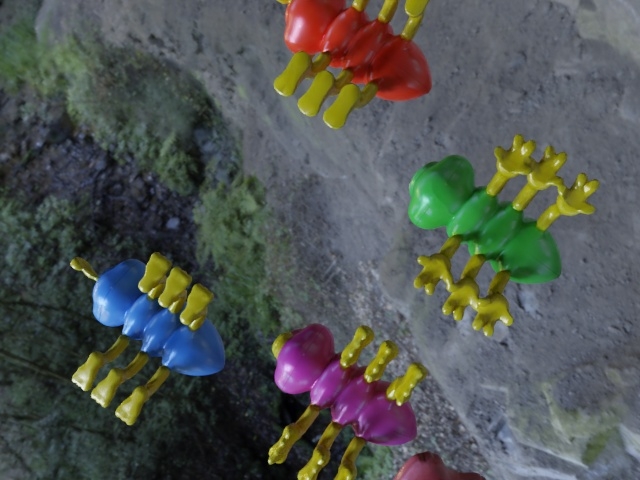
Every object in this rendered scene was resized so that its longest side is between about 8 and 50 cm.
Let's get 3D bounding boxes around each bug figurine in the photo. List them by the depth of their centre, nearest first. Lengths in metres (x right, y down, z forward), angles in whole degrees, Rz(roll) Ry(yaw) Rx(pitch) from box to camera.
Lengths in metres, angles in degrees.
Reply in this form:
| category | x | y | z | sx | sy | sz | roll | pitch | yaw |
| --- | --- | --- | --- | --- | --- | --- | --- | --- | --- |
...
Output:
| category | x | y | z | sx | sy | sz | roll | pitch | yaw |
| --- | --- | --- | --- | --- | --- | --- | --- | --- | --- |
| bug figurine | 0.000 | 0.000 | 0.367 | 0.216 | 0.072 | 0.279 | 39 | 99 | 9 |

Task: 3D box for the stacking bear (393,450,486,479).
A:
| category | x | y | z | sx | sy | sz | roll | pitch | yaw |
| --- | --- | --- | --- | --- | --- | --- | --- | --- | --- |
| stacking bear | 0.214 | 0.511 | 1.076 | 0.164 | 0.175 | 0.289 | -54 | 23 | 16 |
